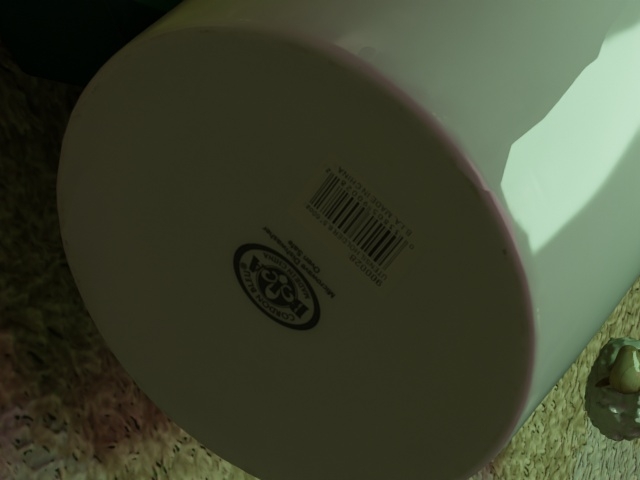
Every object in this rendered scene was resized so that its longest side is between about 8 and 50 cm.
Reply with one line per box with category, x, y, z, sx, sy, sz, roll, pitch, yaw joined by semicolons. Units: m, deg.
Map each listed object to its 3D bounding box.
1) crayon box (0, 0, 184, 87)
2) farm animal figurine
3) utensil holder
crayon box;-0.113;-0.320;0.988;0.313;0.106;0.363;72;34;-62
farm animal figurine;0.201;0.030;1.566;0.172;0.330;0.327;-56;164;-50
utensil holder;0.068;-0.067;1.043;0.385;0.327;0.328;-44;127;-46
